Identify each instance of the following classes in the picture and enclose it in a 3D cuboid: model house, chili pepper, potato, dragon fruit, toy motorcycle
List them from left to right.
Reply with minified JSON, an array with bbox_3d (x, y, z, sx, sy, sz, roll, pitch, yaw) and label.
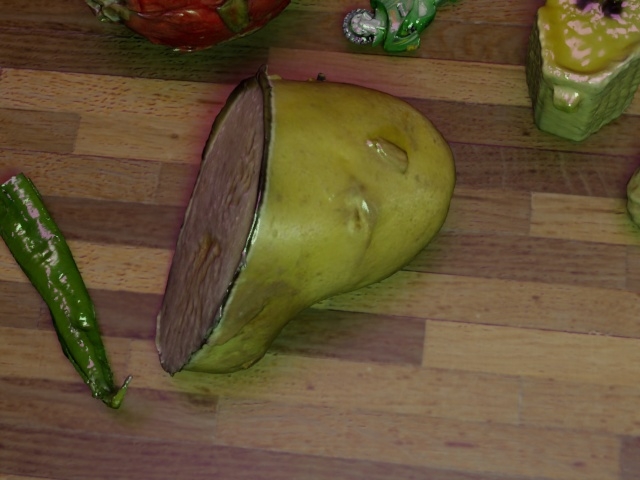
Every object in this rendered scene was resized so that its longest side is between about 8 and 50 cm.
[{"bbox_3d":[-0.329,0.068,1.527,0.085,0.076,0.359,-42,67,17],"label":"chili pepper"},{"bbox_3d":[-0.156,-0.393,1.582,0.277,0.277,0.342,41,60,16],"label":"dragon fruit"},{"bbox_3d":[0.000,0.000,1.458,0.296,0.290,0.397,13,90,-21],"label":"potato"},{"bbox_3d":[0.120,-0.325,1.649,0.106,0.074,0.190,42,76,7],"label":"toy motorcycle"},{"bbox_3d":[0.338,-0.252,1.546,0.175,0.193,0.234,26,76,12],"label":"model house"}]

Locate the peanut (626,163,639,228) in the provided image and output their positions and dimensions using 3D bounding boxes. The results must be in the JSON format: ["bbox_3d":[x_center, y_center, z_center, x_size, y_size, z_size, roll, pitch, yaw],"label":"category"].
[{"bbox_3d":[0.526,-0.100,1.505,0.298,0.136,0.120,-25,91,-8],"label":"peanut"}]
